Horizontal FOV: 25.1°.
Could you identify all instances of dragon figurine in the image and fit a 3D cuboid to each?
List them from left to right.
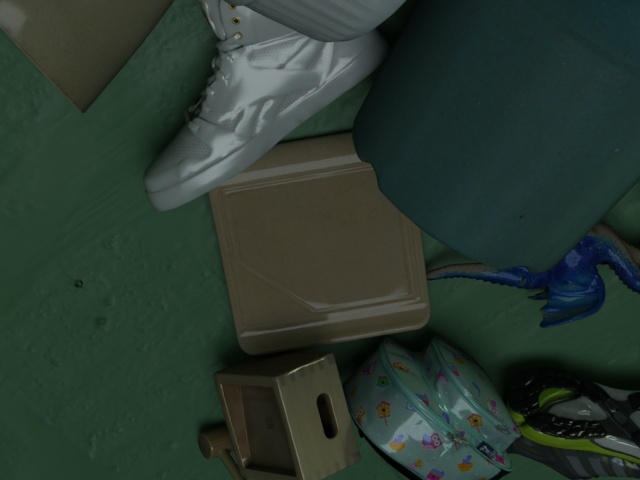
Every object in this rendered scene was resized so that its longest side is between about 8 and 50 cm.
[{"bbox_3d":[0.264,0.040,1.587,0.289,0.085,0.144,-24,112,8],"label":"dragon figurine"}]

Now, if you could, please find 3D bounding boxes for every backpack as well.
[{"bbox_3d":[0.122,0.193,1.617,0.188,0.166,0.144,29,109,-24],"label":"backpack"}]

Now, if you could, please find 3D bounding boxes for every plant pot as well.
[{"bbox_3d":[-0.200,-0.299,1.295,0.274,0.256,0.256,-42,116,-3],"label":"plant pot"},{"bbox_3d":[0.219,-0.169,1.360,0.341,0.341,0.334,23,120,-18],"label":"plant pot"}]

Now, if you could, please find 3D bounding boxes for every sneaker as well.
[{"bbox_3d":[-0.094,-0.172,1.439,0.292,0.108,0.169,-38,114,3],"label":"sneaker"},{"bbox_3d":[0.350,0.237,1.702,0.300,0.111,0.121,18,146,-3],"label":"sneaker"}]

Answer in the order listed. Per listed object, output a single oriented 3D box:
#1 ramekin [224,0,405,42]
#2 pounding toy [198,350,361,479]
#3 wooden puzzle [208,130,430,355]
[{"bbox_3d":[0.026,-0.297,1.265,0.127,0.273,0.273,33,110,-21],"label":"ramekin"},{"bbox_3d":[-0.050,0.221,1.629,0.094,0.206,0.181,-20,100,-35],"label":"pounding toy"},{"bbox_3d":[0.000,0.000,1.574,0.221,0.044,0.238,-9,114,-1],"label":"wooden puzzle"}]
